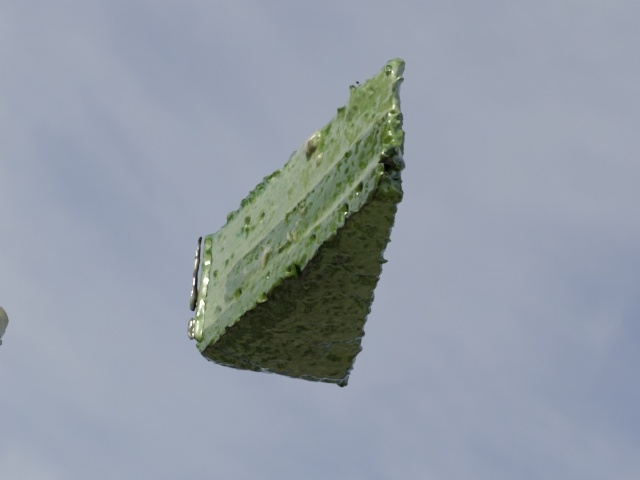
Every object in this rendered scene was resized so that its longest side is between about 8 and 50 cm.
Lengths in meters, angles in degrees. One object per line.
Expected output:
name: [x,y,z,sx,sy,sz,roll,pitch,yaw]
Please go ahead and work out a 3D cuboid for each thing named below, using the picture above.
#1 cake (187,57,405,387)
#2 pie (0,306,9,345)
cake: [0.019,-0.005,1.092,0.099,0.100,0.235,18,-36,-22]
pie: [-0.339,0.125,1.225,0.337,0.337,0.075,-32,-96,57]
